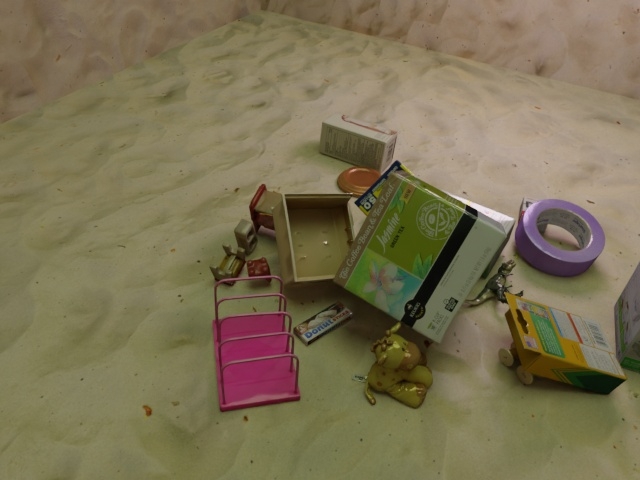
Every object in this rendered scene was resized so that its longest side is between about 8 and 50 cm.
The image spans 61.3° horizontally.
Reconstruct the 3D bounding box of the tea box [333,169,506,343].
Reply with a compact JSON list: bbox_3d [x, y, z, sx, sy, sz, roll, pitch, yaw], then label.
[{"bbox_3d":[0.262,0.031,1.434,0.323,0.329,0.220,29,15,11],"label":"tea box"}]

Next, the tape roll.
[{"bbox_3d":[0.818,-0.013,1.855,0.274,0.090,0.275,2,52,-3],"label":"tape roll"}]

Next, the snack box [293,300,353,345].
[{"bbox_3d":[0.009,0.237,1.563,0.178,0.022,0.064,-27,50,-33],"label":"snack box"}]

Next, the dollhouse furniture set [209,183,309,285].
[{"bbox_3d":[-0.172,0.010,1.757,0.201,0.152,0.374,18,58,14],"label":"dollhouse furniture set"}]

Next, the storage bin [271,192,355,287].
[{"bbox_3d":[0.000,0.000,1.648,0.260,0.123,0.262,-3,75,-27],"label":"storage bin"}]

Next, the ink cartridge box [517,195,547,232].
[{"bbox_3d":[0.803,-0.100,2.031,0.099,0.056,0.135,15,41,13],"label":"ink cartridge box"}]

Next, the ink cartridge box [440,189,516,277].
[{"bbox_3d":[0.482,-0.028,1.833,0.278,0.117,0.201,26,57,24],"label":"ink cartridge box"}]

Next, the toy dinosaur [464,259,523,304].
[{"bbox_3d":[0.561,0.157,1.696,0.268,0.064,0.118,-32,45,-33],"label":"toy dinosaur"}]

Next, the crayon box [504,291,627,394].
[{"bbox_3d":[0.637,0.277,1.465,0.322,0.083,0.203,18,38,-14],"label":"crayon box"}]

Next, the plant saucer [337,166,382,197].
[{"bbox_3d":[0.167,-0.239,2.149,0.199,0.037,0.200,3,40,-2],"label":"plant saucer"}]

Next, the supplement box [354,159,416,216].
[{"bbox_3d":[0.310,-0.046,1.690,0.194,0.195,0.356,-45,66,8],"label":"supplement box"}]

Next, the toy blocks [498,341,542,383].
[{"bbox_3d":[0.590,0.321,1.498,0.148,0.054,0.123,-18,44,-26],"label":"toy blocks"}]

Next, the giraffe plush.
[{"bbox_3d":[0.192,0.306,1.383,0.210,0.171,0.181,-1,40,-7],"label":"giraffe plush"}]

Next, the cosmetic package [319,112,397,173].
[{"bbox_3d":[0.156,-0.413,2.272,0.296,0.153,0.129,23,41,19],"label":"cosmetic package"}]

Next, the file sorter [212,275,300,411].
[{"bbox_3d":[-0.173,0.253,1.400,0.202,0.182,0.291,-5,40,-12],"label":"file sorter"}]

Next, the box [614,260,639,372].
[{"bbox_3d":[0.940,0.208,1.535,0.126,0.231,0.262,17,40,15],"label":"box"}]
